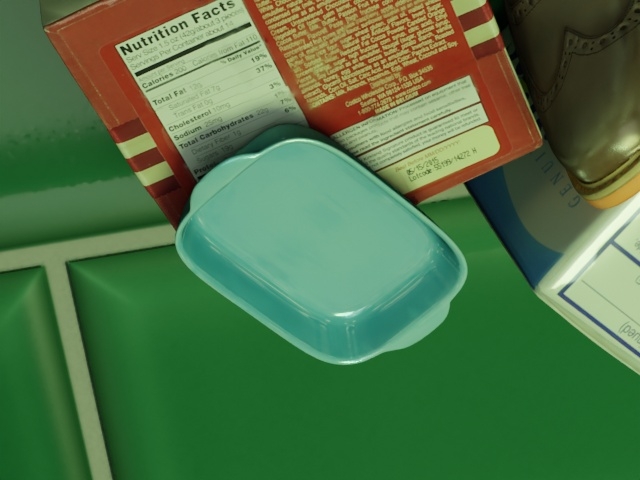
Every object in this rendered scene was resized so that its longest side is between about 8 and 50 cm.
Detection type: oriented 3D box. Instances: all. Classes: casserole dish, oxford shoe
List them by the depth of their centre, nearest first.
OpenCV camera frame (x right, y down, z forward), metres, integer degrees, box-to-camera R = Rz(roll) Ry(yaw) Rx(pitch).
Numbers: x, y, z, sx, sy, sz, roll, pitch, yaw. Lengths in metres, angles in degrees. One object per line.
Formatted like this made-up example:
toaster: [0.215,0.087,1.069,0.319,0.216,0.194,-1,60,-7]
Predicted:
casserole dish: [0.000,0.000,0.968,0.114,0.037,0.188,-39,127,19]
oxford shoe: [0.131,-0.168,0.976,0.133,0.363,0.130,27,128,-26]

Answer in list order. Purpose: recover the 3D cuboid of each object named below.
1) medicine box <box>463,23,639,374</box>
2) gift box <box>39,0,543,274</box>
medicine box: [0.238,-0.092,1.050,0.149,0.263,0.289,36,104,-25]
gift box: [-0.032,-0.144,1.033,0.255,0.258,0.276,-20,132,4]
